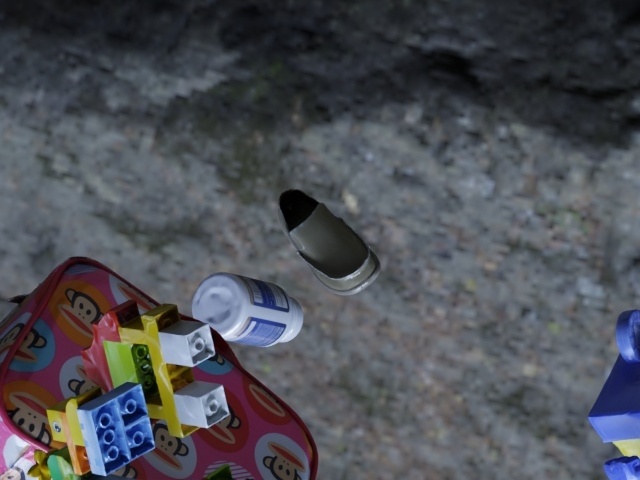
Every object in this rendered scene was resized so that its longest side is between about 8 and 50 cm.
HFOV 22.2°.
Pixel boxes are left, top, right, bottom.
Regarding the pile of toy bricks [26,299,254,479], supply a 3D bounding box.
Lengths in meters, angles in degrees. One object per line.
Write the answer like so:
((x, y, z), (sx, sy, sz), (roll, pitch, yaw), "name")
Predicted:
((-0.100, 0.143, 0.778), (0.105, 0.212, 0.118), (4, -158, 42), "pile of toy bricks")

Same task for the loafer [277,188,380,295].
((0.000, 0.000, 1.489), (0.148, 0.056, 0.050), (38, 170, 47), "loafer")

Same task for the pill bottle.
((-0.070, 0.072, 1.640), (0.067, 0.067, 0.120), (5, 173, 33), "pill bottle")

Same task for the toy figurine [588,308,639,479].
((0.299, 0.113, 1.175), (0.191, 0.362, 0.217), (-21, 114, 45), "toy figurine")

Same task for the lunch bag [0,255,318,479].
((-0.141, 0.153, 1.318), (0.293, 0.258, 0.120), (40, 126, -14), "lunch bag")
